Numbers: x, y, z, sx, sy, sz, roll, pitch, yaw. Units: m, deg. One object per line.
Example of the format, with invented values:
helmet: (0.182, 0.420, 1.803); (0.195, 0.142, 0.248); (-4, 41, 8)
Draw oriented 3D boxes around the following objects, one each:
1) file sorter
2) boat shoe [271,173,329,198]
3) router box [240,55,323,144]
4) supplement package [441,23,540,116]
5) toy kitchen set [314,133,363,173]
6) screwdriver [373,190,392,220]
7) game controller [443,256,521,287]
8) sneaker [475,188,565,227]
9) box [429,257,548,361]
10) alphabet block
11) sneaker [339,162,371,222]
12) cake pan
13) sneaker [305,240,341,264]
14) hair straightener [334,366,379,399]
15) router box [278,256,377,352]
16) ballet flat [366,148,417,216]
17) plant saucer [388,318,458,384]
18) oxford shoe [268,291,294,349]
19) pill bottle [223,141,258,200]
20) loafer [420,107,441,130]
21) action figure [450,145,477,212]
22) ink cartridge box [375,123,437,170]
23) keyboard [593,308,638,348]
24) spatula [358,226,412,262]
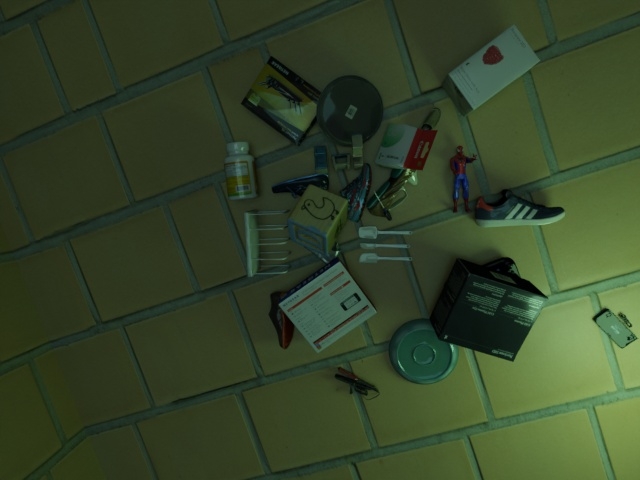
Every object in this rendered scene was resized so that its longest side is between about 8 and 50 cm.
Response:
file sorter: (-0.228, 0.005, 1.833); (0.172, 0.193, 0.278); (-1, 97, 4)
boat shoe: (-0.089, -0.234, 1.825); (0.257, 0.109, 0.089); (-11, 100, 11)
router box: (-0.153, -0.602, 1.795); (0.308, 0.081, 0.243); (36, 101, 2)
supplement package: (0.662, -0.663, 1.632); (0.292, 0.175, 0.178); (-36, 91, 10)
toy kitchen set: (0.072, -0.385, 1.734); (0.206, 0.166, 0.122); (-5, 65, 4)
screwdriver: (0.263, -0.145, 1.737); (0.024, 0.025, 0.170); (-31, 129, 9)
game controller: (0.707, 0.195, 1.797); (0.318, 0.067, 0.167); (-24, 94, 11)
sneaker: (0.823, -0.142, 1.703); (0.349, 0.131, 0.148); (-4, 101, 8)
box: (0.683, 0.286, 1.711); (0.342, 0.179, 0.313); (18, 108, -4)
alphabet block: (-0.009, -0.084, 1.744); (0.192, 0.193, 0.197); (24, 66, 12)
sneaker: (0.147, -0.215, 1.797); (0.125, 0.104, 0.262); (16, 99, 7)
cake pan: (0.129, -0.542, 1.736); (0.292, 0.054, 0.294); (-2, 109, -7)
sneaker: (0.000, 0.000, 1.863); (0.228, 0.086, 0.132); (38, 96, -9)
hair straightener: (0.171, 0.688, 1.950); (0.230, 0.047, 0.089); (25, 100, -1)
router box: (0.033, 0.290, 1.845); (0.335, 0.082, 0.301); (-35, 104, 5)
ballet flat: (0.339, -0.241, 1.774); (0.124, 0.116, 0.343); (31, 101, -18)
plant saucer: (0.473, 0.517, 1.884); (0.317, 0.044, 0.318); (1, 98, 7)
oxford shoe: (-0.187, 0.374, 1.936); (0.098, 0.096, 0.272); (-1, 91, 25)
pill bottle: (-0.356, -0.307, 1.833); (0.136, 0.136, 0.246); (-5, 97, 8)
loafer: (0.464, -0.493, 1.744); (0.056, 0.050, 0.148); (28, 100, 3)
action figure: (0.596, -0.258, 1.720); (0.091, 0.139, 0.281); (-4, 95, 7)
ink cartridge box: (0.346, -0.385, 1.691); (0.056, 0.224, 0.181); (24, 86, -40)
keyboard: (1.277, 0.370, 1.769); (0.180, 0.023, 0.108); (45, 107, -1)
spatula: (0.293, 0.020, 1.852); (0.241, 0.019, 0.169); (0, 97, 8)
